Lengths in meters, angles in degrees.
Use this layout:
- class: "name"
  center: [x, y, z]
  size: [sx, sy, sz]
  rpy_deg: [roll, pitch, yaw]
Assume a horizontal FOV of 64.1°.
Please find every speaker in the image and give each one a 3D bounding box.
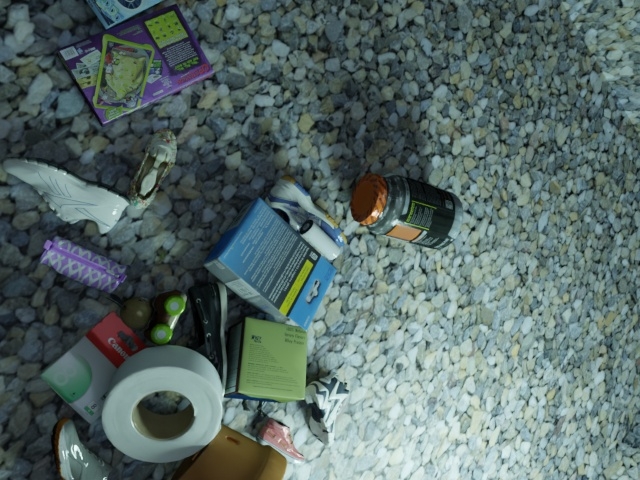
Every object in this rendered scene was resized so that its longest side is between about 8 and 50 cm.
- class: "speaker"
  center: [0.000, 0.000, 1.529]
  size: [0.136, 0.055, 0.055]
  rpy_deg: [43, 70, -30]

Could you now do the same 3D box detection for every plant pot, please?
- class: "plant pot"
  center: [-0.259, 0.633, 1.356]
  size: [0.203, 0.291, 0.291]
  rpy_deg: [43, 70, -2]

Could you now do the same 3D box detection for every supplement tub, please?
- class: "supplement tub"
  center: [0.281, -0.099, 1.678]
  size: [0.337, 0.207, 0.207]
  rpy_deg: [14, 82, -27]

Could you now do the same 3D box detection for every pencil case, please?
- class: "pencil case"
  center: [-0.592, 0.063, 1.283]
  size: [0.206, 0.088, 0.086]
  rpy_deg: [28, 74, -24]

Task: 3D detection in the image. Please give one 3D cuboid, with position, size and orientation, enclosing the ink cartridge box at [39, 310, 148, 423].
- class: "ink cartridge box"
  center: [-0.562, 0.324, 1.314]
  size: [0.224, 0.056, 0.181]
  rpy_deg: [-43, 109, -21]

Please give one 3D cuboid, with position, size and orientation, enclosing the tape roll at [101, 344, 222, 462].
- class: "tape roll"
  center: [-0.387, 0.408, 1.275]
  size: [0.286, 0.100, 0.286]
  rpy_deg: [-4, 110, -11]

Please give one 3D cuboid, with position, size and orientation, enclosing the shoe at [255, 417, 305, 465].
- class: "shoe"
  center: [-0.103, 0.605, 1.539]
  size: [0.178, 0.063, 0.081]
  rpy_deg: [36, 78, -18]

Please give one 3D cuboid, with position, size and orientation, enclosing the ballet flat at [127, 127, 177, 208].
- class: "ballet flat"
  center: [-0.443, -0.196, 1.374]
  size: [0.091, 0.077, 0.241]
  rpy_deg: [22, 78, -25]

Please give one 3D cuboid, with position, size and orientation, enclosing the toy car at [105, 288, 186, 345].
- class: "toy car"
  center: [-0.457, 0.175, 1.325]
  size: [0.188, 0.155, 0.149]
  rpy_deg: [25, 80, -11]

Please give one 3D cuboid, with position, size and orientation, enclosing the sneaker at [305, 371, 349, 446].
- class: "sneaker"
  center: [0.038, 0.516, 1.598]
  size: [0.153, 0.094, 0.235]
  rpy_deg: [-29, 112, -36]

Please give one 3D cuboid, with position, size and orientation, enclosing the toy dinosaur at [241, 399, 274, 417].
- class: "toy dinosaur"
  center: [-0.180, 0.451, 1.507]
  size: [0.268, 0.064, 0.118]
  rpy_deg: [26, 63, -24]

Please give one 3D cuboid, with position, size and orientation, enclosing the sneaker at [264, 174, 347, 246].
- class: "sneaker"
  center: [-0.048, -0.063, 1.578]
  size: [0.131, 0.112, 0.296]
  rpy_deg: [-47, 109, -2]

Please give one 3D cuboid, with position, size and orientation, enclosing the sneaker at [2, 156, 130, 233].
- class: "sneaker"
  center: [-0.632, -0.114, 1.259]
  size: [0.297, 0.111, 0.129]
  rpy_deg: [26, 92, -20]

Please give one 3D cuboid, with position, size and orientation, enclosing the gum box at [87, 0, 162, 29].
- class: "gum box"
  center: [-0.528, -0.663, 1.329]
  size: [0.184, 0.041, 0.157]
  rpy_deg: [-47, 118, -33]

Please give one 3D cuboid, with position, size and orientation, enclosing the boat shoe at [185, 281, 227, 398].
- class: "boat shoe"
  center: [-0.321, 0.283, 1.398]
  size: [0.113, 0.127, 0.340]
  rpy_deg: [3, 85, -27]

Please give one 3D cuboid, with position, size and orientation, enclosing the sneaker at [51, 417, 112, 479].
- class: "sneaker"
  center: [-0.591, 0.557, 1.278]
  size: [0.121, 0.099, 0.263]
  rpy_deg: [-13, 102, -35]

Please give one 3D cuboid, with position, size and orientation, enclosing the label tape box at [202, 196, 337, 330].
- class: "label tape box"
  center: [-0.137, 0.077, 1.477]
  size: [0.333, 0.106, 0.241]
  rpy_deg: [44, 53, -20]

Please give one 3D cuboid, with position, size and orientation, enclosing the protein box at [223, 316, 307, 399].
- class: "protein box"
  center: [-0.156, 0.343, 1.447]
  size: [0.199, 0.136, 0.201]
  rpy_deg: [15, 63, -27]

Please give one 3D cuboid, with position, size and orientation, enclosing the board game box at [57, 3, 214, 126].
- class: "board game box"
  center: [-0.486, -0.475, 1.376]
  size: [0.346, 0.056, 0.208]
  rpy_deg: [-34, 100, -24]
